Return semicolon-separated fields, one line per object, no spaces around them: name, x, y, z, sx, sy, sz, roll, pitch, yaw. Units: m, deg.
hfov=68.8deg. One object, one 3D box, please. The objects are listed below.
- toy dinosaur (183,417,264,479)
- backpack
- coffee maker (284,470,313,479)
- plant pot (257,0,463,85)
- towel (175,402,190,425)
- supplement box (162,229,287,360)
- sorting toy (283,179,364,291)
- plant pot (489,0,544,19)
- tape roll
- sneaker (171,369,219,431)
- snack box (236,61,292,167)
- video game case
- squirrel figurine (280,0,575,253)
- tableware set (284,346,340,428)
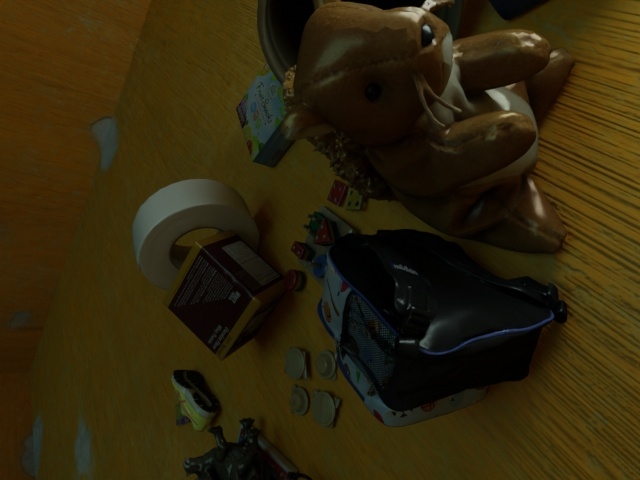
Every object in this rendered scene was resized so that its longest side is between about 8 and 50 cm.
toy dinosaur;-0.160;0.470;0.958;0.314;0.121;0.160;0;93;46
backpack;0.127;0.096;0.635;0.263;0.277;0.213;52;133;47
coffee maker;-0.014;0.531;0.801;0.171;0.120;0.178;-153;78;-73
plant pot;0.048;-0.427;0.830;0.323;0.323;0.280;-50;31;30
towel;-0.390;0.489;1.325;0.083;0.010;0.060;-31;57;41
supplement box;-0.209;0.118;1.044;0.194;0.129;0.191;41;116;12
sorting toy;0.000;0.000;0.940;0.132;0.046;0.274;42;112;52
plant pot;0.281;-0.484;0.607;0.236;0.212;0.235;-19;67;47
tape roll;-0.296;-0.005;1.120;0.286;0.286;0.100;-54;45;26
sneaker;-0.345;0.419;1.234;0.209;0.082;0.094;34;109;48
snack box;-0.123;-0.316;1.159;0.174;0.070;0.207;-45;51;34
video game case;-0.144;0.572;0.998;0.204;0.025;0.284;16;93;51
squirrel figurine;0.090;-0.160;0.628;0.397;0.371;0.280;9;88;51
tableware set;-0.019;0.285;0.925;0.169;0.020;0.140;-8;77;48
